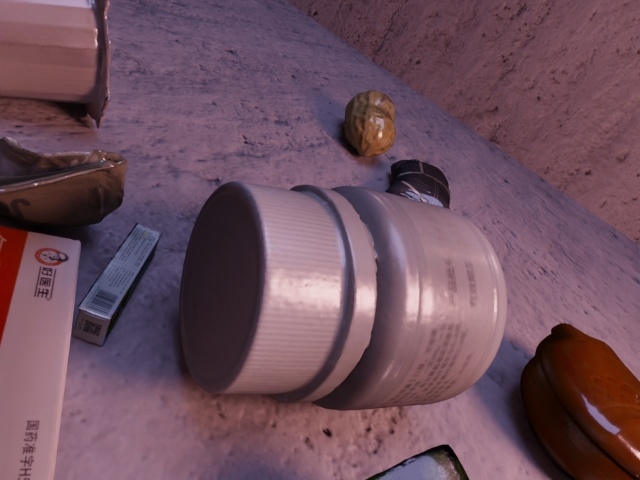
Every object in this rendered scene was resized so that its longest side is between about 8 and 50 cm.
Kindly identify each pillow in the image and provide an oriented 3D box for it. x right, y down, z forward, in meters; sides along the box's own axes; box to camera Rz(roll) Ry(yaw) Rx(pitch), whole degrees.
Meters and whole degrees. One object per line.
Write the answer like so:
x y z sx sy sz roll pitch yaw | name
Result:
0.240 -0.127 1.201 0.161 0.092 0.335 27 28 0 | pillow

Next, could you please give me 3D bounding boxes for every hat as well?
-0.338 -0.051 0.498 0.214 0.149 0.245 23 36 10 | hat

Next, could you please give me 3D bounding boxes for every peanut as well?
0.139 -0.328 1.365 0.152 0.152 0.313 27 31 -9 | peanut

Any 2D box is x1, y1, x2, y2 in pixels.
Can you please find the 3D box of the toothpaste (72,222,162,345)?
-0.222 0.042 0.548 0.034 0.046 0.164 23 30 -11 | toothpaste

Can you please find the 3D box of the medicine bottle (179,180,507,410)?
0.024 0.060 0.547 0.306 0.245 0.245 10 36 -34 | medicine bottle

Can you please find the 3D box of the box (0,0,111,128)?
-0.448 -0.319 0.720 0.206 0.262 0.291 -10 38 -36 | box

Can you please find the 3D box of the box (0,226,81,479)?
-0.304 0.110 0.353 0.214 0.069 0.353 13 35 -30 | box

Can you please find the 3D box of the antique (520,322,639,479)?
0.403 0.254 0.728 0.223 0.129 0.278 24 30 -12 | antique

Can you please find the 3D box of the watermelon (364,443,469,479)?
0.041 0.267 0.393 0.145 0.137 0.193 7 79 -39 | watermelon
